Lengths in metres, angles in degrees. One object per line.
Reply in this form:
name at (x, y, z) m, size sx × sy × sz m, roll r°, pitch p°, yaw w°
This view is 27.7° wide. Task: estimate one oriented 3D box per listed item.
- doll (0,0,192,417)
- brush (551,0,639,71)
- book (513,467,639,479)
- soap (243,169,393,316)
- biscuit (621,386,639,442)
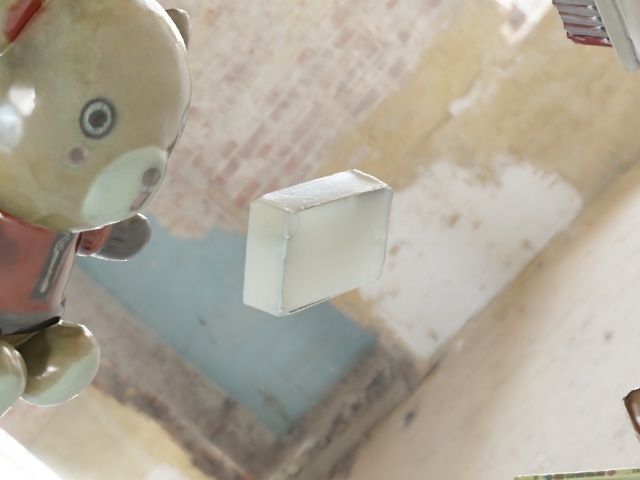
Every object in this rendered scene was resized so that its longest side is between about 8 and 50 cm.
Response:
doll at (-0.207, -0.036, 0.936) m, size 0.235 × 0.174 × 0.330 m, roll 2°, pitch -63°, yaw -60°
brush at (0.094, -0.165, 0.517) m, size 0.060 × 0.050 × 0.321 m, roll -66°, pitch -27°, yaw -10°
book at (0.239, 0.201, 0.820) m, size 0.192 × 0.168 × 0.013 m, roll -10°, pitch 35°, yaw 31°
soap at (0.000, 0.000, 1.383) m, size 0.183 × 0.063 × 0.122 m, roll -18°, pitch -59°, yaw -49°
biscuit at (0.270, 0.080, 0.656) m, size 0.031 × 0.228 × 0.176 m, roll 72°, pitch -149°, yaw -78°
